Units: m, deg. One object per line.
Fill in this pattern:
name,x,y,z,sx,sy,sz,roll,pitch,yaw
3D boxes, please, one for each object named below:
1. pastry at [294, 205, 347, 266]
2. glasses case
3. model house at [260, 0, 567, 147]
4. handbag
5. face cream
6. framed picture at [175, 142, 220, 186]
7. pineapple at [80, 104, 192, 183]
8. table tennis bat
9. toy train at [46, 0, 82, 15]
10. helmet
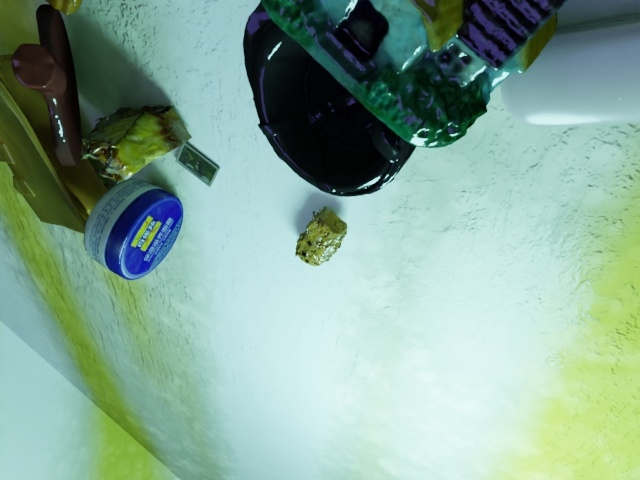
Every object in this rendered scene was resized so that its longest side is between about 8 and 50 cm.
pastry,0.000,0.000,0.976,0.080,0.056,0.140,39,141,12
glasses case,0.357,-0.193,0.566,0.297,0.075,0.113,2,126,29
model house,0.121,-0.274,0.464,0.280,0.230,0.249,41,159,-5
handbag,-0.637,-0.212,1.128,0.283,0.133,0.400,7,131,33
face cream,-0.399,-0.027,1.086,0.111,0.206,0.205,27,137,10
framed picture,-0.249,-0.154,1.025,0.089,0.006,0.066,38,137,-5
pineapple,-0.346,-0.186,0.959,0.114,0.186,0.236,63,174,-32
table tennis bat,-0.432,-0.255,0.834,0.415,0.051,0.268,-153,60,-68
toy train,-0.498,-0.488,0.709,0.369,0.231,0.163,40,138,-8
helmet,0.035,-0.207,0.691,0.231,0.160,0.278,-20,102,45
